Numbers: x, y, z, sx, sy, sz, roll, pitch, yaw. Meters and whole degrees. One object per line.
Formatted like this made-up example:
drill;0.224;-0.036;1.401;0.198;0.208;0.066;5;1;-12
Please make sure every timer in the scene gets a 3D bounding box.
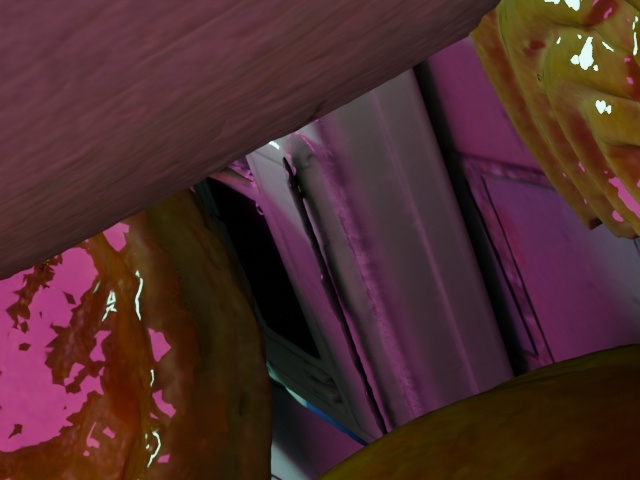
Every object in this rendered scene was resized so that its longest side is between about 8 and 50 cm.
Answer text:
timer;0.000;0.000;0.894;0.178;0.078;0.253;27;145;53

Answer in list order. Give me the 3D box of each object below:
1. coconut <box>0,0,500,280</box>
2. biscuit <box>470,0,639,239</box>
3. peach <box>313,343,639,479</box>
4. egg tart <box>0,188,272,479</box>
coconut;-0.068;-0.176;0.460;0.346;0.360;0.346;59;-173;-12
biscuit;0.096;-0.058;0.601;0.144;0.033;0.224;54;169;-10
peach;0.103;0.229;0.637;0.406;0.310;0.335;42;165;52
egg tart;-0.188;0.089;0.953;0.388;0.388;0.169;51;-164;13
